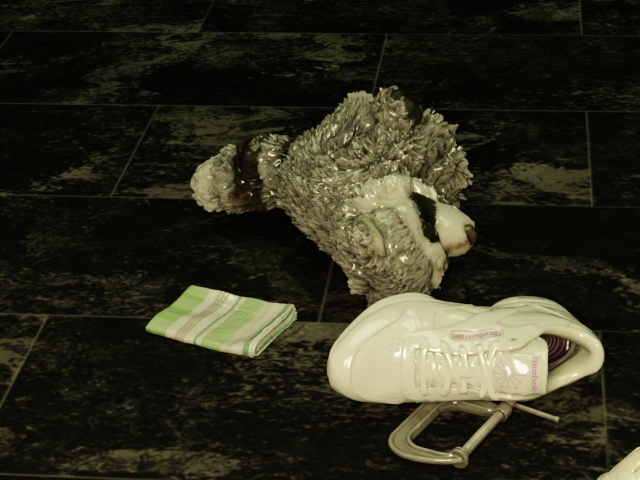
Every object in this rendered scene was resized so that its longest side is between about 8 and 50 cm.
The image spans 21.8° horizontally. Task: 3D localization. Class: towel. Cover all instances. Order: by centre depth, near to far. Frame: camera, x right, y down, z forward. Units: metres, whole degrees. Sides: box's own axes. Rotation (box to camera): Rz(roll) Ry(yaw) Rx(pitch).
[{"bbox_3d":[-0.118,0.093,1.990,0.152,0.023,0.113,12,29,26],"label":"towel"}]

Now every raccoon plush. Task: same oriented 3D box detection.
[{"bbox_3d":[0.000,0.000,2.080,0.446,0.216,0.299,-19,29,36],"label":"raccoon plush"}]

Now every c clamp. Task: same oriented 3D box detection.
[{"bbox_3d":[0.155,0.199,1.764,0.137,0.022,0.160,18,33,33],"label":"c clamp"}]

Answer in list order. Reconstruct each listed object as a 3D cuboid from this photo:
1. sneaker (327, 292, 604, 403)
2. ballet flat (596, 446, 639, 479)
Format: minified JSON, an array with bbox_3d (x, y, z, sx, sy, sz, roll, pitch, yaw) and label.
[{"bbox_3d":[0.159,0.118,1.780,0.305,0.114,0.152,-7,13,-17],"label":"sneaker"},{"bbox_3d":[0.341,0.237,1.613,0.221,0.079,0.077,-6,28,-7],"label":"ballet flat"}]
